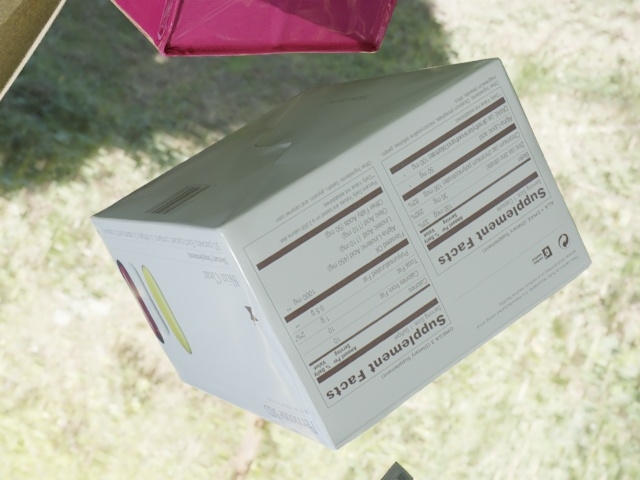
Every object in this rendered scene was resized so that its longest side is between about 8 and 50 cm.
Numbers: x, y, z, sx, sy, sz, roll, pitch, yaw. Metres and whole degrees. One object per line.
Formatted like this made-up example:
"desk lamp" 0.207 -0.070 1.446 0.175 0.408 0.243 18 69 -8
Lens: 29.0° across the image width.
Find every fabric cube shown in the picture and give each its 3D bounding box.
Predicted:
"fabric cube" -0.076 -0.339 1.130 0.259 0.254 0.258 -7 -139 -39

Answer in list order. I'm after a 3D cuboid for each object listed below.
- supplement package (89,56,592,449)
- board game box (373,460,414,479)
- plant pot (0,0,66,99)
"supplement package" 0.000 0.000 0.805 0.145 0.204 0.262 62 159 -14
"board game box" 0.021 0.292 1.216 0.026 0.154 0.103 44 133 5
"plant pot" -0.173 -0.156 0.475 0.237 0.254 0.237 45 -159 -22
